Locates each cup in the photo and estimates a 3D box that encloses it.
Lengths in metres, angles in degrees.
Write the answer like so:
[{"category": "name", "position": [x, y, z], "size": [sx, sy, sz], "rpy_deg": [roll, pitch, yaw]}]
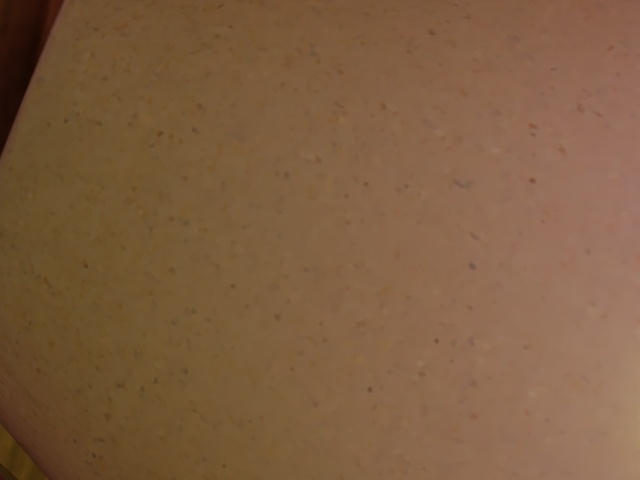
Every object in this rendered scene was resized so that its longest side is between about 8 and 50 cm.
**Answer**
[{"category": "cup", "position": [0.000, 0.000, 0.640], "size": [0.237, 0.331, 0.331], "rpy_deg": [22, 92, -9]}]

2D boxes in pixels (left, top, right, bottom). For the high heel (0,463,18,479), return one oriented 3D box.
[{"category": "high heel", "position": [-0.143, 0.255, 0.700], "size": [0.181, 0.127, 0.377], "rpy_deg": [-35, 123, -30]}]
